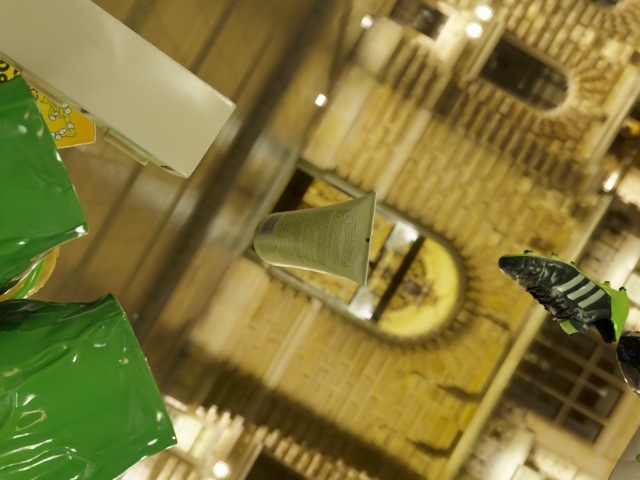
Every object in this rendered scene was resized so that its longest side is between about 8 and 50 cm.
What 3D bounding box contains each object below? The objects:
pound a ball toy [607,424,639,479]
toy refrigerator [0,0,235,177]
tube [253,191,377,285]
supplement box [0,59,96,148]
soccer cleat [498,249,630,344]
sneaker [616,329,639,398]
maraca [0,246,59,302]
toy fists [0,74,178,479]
[{"bbox_3d":[0.551,0.316,1.771,0.319,0.135,0.208,-50,152,-25],"label":"pound a ball toy"},{"bbox_3d":[-0.222,-0.165,1.108,0.094,0.269,0.102,-57,-162,-4],"label":"toy refrigerator"},{"bbox_3d":[0.000,0.000,1.261,0.062,0.070,0.240,-36,-166,-21],"label":"tube"},{"bbox_3d":[-0.580,-0.247,1.966,0.194,0.356,0.195,30,-53,51],"label":"supplement box"},{"bbox_3d":[0.277,0.064,1.343,0.060,0.178,0.072,-24,-133,62],"label":"soccer cleat"},{"bbox_3d":[0.345,0.093,1.184,0.121,0.079,0.217,32,-43,54],"label":"sneaker"},{"bbox_3d":[-0.334,-0.009,1.221,0.099,0.185,0.127,17,106,-47],"label":"maraca"},{"bbox_3d":[-0.202,0.041,0.729,0.142,0.279,0.096,-24,-165,-15],"label":"toy fists"}]
